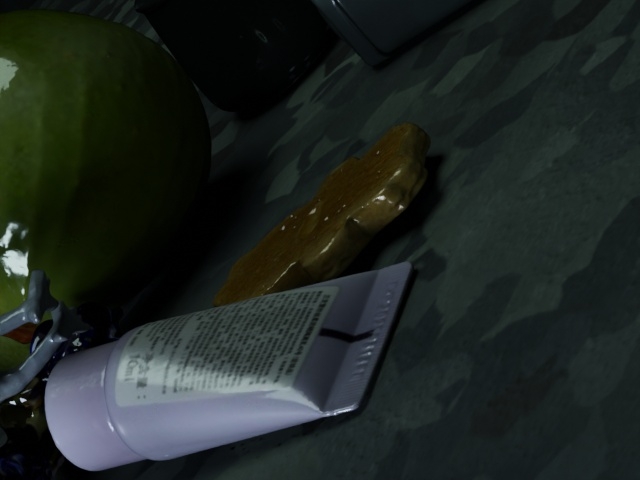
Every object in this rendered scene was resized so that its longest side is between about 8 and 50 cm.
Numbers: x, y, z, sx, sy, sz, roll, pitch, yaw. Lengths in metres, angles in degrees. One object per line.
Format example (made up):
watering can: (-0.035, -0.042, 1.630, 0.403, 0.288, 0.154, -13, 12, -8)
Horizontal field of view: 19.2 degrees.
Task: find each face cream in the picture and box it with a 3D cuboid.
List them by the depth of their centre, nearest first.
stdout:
face cream: (-0.066, 0.093, 1.337, 0.274, 0.096, 0.154, -17, 28, 32)

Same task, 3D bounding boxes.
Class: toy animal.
toy animal: (-0.269, 0.104, 1.405, 0.205, 0.081, 0.367, -34, 22, -6)

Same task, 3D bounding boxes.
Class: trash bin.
trash bin: (0.096, -0.268, 1.740, 0.236, 0.101, 0.177, -28, 23, 37)

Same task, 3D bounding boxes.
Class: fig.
fig: (-0.253, -0.054, 1.748, 0.316, 0.316, 0.316, -39, 19, 16)

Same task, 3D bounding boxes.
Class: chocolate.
chocolate: (-0.229, 0.155, 1.517, 0.343, 0.126, 0.148, -55, -16, -49)

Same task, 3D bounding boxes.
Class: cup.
cup: (-0.089, -0.249, 1.974, 0.169, 0.176, 0.223, -41, 19, 21)

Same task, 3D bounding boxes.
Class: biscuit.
biscuit: (0.000, 0.000, 1.459, 0.225, 0.036, 0.166, -41, 17, 21)

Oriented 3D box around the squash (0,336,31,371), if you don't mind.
squash: (-0.313, 0.064, 1.973, 0.252, 0.049, 0.252, -40, 19, 17)
